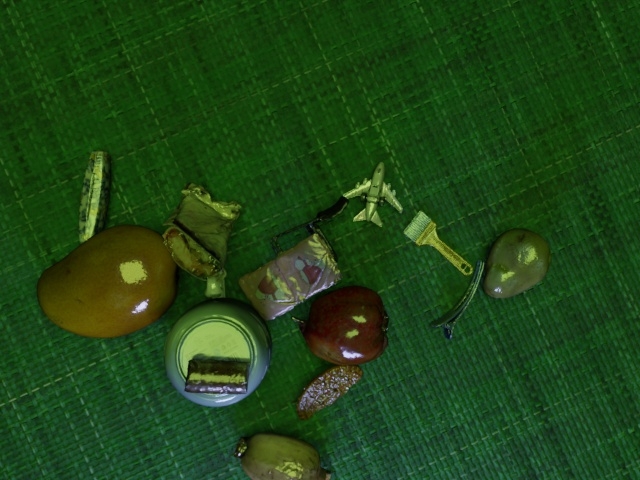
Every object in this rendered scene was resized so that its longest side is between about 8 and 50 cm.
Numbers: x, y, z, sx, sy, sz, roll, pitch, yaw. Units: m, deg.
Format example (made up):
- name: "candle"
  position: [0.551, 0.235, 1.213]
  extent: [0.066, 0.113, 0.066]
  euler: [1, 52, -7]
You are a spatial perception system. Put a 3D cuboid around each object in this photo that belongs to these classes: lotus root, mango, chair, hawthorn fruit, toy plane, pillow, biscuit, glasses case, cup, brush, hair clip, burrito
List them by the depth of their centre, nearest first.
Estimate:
- name: "pillow"
  position: [-0.071, 0.091, 1.785]
  extent: [0.248, 0.049, 0.135]
  euler: [-32, 92, 22]
- name: "cup"
  position: [-0.250, 0.220, 1.792]
  extent: [0.260, 0.274, 0.356]
  euler: [-3, 89, -5]
- name: "burrito"
  position: [-0.295, -0.026, 1.792]
  extent: [0.175, 0.347, 0.107]
  euler: [12, 121, -7]
- name: "mango"
  position: [-0.521, 0.109, 1.809]
  extent: [0.378, 0.221, 0.263]
  euler: [-17, 100, 9]
- name: "lotus root"
  position: [-0.094, 0.573, 1.855]
  extent: [0.257, 0.140, 0.154]
  euler: [19, 80, 3]
- name: "hawthorn fruit"
  position: [0.048, 0.213, 1.857]
  extent: [0.249, 0.208, 0.207]
  euler: [4, 87, 15]
- name: "glasses case"
  position: [-0.578, -0.108, 1.878]
  extent: [0.065, 0.087, 0.247]
  euler: [6, 85, 2]
- name: "biscuit"
  position: [0.015, 0.384, 1.889]
  extent: [0.206, 0.126, 0.025]
  euler: [-39, 48, -3]
- name: "chair"
  position: [0.000, 0.000, 1.890]
  extent: [0.221, 0.140, 0.145]
  euler: [-33, 94, -9]
- name: "toy plane"
  position: [0.143, -0.126, 1.940]
  extent: [0.162, 0.065, 0.171]
  euler: [12, 91, 8]
- name: "hair clip"
  position: [0.381, 0.152, 1.956]
  extent: [0.070, 0.039, 0.229]
  euler: [38, 80, -21]
- name: "brush"
  position: [0.326, 0.017, 1.971]
  extent: [0.218, 0.010, 0.082]
  euler: [40, 85, -2]

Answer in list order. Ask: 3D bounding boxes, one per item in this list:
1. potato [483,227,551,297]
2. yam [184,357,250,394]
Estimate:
- name: "potato"
  position: [0.505, 0.068, 1.912]
  extent: [0.157, 0.157, 0.194]
  euler: [40, 84, -1]
- name: "yam"
  position: [-0.228, 0.301, 1.615]
  extent: [0.141, 0.079, 0.079]
  euler: [4, 87, -5]
